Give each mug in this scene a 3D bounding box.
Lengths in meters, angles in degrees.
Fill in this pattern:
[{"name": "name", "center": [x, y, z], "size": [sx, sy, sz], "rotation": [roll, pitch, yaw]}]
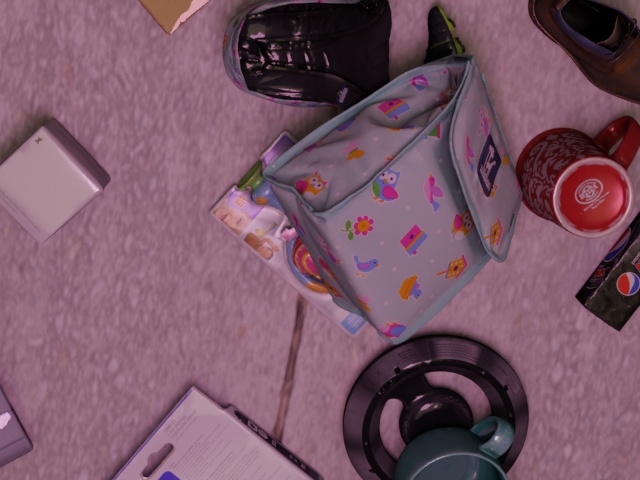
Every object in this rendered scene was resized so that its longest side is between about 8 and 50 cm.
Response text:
[{"name": "mug", "center": [0.297, -0.079, 1.625], "size": [0.113, 0.169, 0.150], "rotation": [18, 100, -5]}, {"name": "mug", "center": [0.164, 0.280, 1.683], "size": [0.157, 0.097, 0.129], "rotation": [-21, 109, 1]}]

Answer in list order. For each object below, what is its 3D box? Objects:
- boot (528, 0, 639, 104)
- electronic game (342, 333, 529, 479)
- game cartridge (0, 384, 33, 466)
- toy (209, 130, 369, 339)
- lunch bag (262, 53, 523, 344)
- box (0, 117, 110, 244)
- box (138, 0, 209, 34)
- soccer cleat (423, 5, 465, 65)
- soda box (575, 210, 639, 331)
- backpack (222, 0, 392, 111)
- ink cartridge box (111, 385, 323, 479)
[{"name": "boot", "center": [0.336, -0.214, 1.632], "size": [0.219, 0.106, 0.082], "rotation": [32, 98, -8]}, {"name": "electronic game", "center": [0.140, 0.222, 1.739], "size": [0.229, 0.048, 0.229], "rotation": [-2, 109, -5]}, {"name": "game cartridge", "center": [-0.490, 0.166, 1.676], "size": [0.196, 0.060, 0.294], "rotation": [-28, 102, -8]}, {"name": "toy", "center": [0.000, 0.000, 1.685], "size": [0.237, 0.056, 0.137], "rotation": [42, 98, -9]}, {"name": "lunch bag", "center": [0.106, -0.054, 1.582], "size": [0.262, 0.160, 0.223], "rotation": [-38, 129, -13]}, {"name": "box", "center": [-0.313, -0.069, 1.641], "size": [0.102, 0.087, 0.101], "rotation": [-42, 100, 5]}, {"name": "box", "center": [-0.151, -0.359, 1.625], "size": [0.201, 0.021, 0.164], "rotation": [-40, 100, 5]}, {"name": "soccer cleat", "center": [0.137, -0.180, 1.655], "size": [0.072, 0.060, 0.179], "rotation": [-12, 104, 1]}, {"name": "soda box", "center": [0.380, 0.022, 1.708], "size": [0.060, 0.053, 0.169], "rotation": [36, 97, -8]}, {"name": "backpack", "center": [-0.018, -0.209, 1.608], "size": [0.182, 0.115, 0.152], "rotation": [-3, 94, -18]}, {"name": "ink cartridge box", "center": [-0.139, 0.308, 1.745], "size": [0.208, 0.045, 0.206], "rotation": [40, 97, -10]}]
